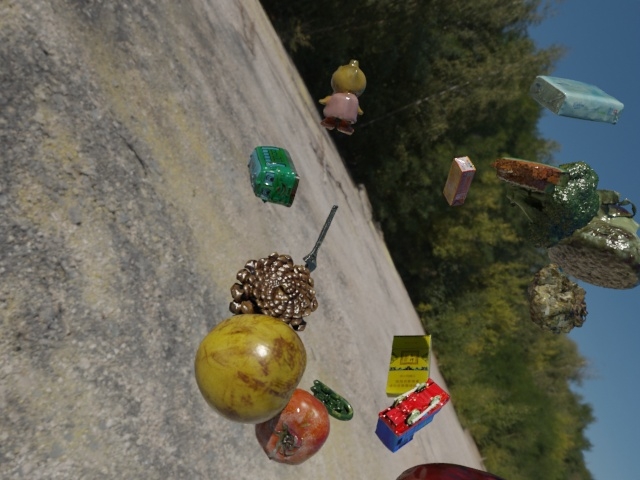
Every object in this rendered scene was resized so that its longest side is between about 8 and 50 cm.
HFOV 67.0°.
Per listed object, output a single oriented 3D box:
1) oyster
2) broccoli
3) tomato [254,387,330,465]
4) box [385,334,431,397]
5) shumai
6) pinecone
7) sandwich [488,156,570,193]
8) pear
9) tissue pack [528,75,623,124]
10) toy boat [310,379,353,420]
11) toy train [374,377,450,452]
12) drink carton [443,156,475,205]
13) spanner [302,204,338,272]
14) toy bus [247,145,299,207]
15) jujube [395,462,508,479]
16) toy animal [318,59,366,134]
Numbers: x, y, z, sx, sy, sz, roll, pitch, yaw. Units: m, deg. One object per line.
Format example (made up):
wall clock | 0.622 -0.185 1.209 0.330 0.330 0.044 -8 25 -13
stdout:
oyster | 0.831 0.205 1.695 0.092 0.198 0.260 -10 90 -90
broccoli | 0.781 -0.133 1.633 0.321 0.283 0.304 -11 121 -49
tomato | -0.087 0.564 1.487 0.232 0.231 0.188 67 13 3
box | 0.343 0.478 1.855 0.279 0.152 0.041 -70 147 -50
shumai | 1.176 -0.009 2.000 0.394 0.348 0.395 32 -16 10
pinecone | -0.218 0.256 2.009 0.384 0.383 0.385 -24 90 -80
sandwich | 0.586 -0.182 1.366 0.235 0.159 0.079 26 -67 45
pear | -0.177 0.315 1.214 0.280 0.280 0.281 -24 90 -80
tissue pack | 0.865 -0.478 1.635 0.177 0.262 0.089 -110 -149 -48
toy boat | 0.041 0.606 1.814 0.210 0.052 0.104 38 32 -16
toy train | 0.249 0.471 1.317 0.082 0.203 0.131 39 -45 40
drink carton | 0.633 -0.269 2.216 0.223 0.070 0.096 93 -17 -52
spanner | 0.000 0.000 2.034 0.026 0.326 0.093 33 11 39
toy bus | -0.228 -0.309 2.246 0.344 0.199 0.184 -114 -142 -57
jujube | 0.284 0.549 0.930 0.223 0.317 0.224 3 90 -75
toy animal | 0.098 -0.589 1.964 0.169 0.195 0.282 -160 -97 -73
